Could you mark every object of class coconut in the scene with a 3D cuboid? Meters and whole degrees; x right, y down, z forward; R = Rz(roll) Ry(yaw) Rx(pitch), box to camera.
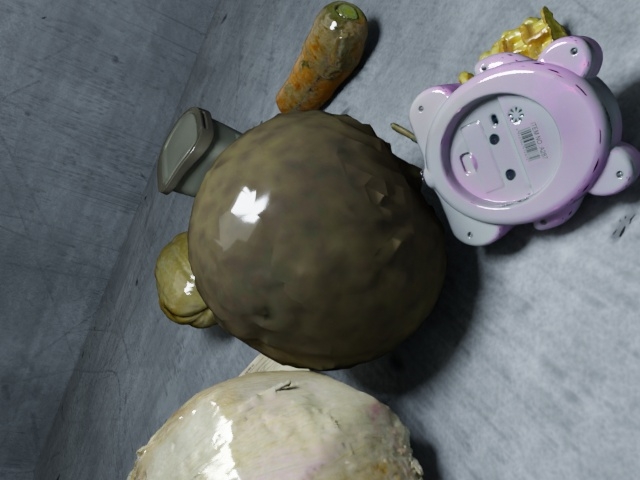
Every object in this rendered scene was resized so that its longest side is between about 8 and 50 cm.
[{"bbox_3d":[-0.088,0.366,0.772,0.404,0.404,0.405,-35,45,46],"label":"coconut"}]

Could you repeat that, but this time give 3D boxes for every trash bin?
[{"bbox_3d":[-0.285,-0.210,1.593,0.219,0.250,0.220,-51,35,30],"label":"trash bin"}]

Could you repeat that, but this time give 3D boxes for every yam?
[{"bbox_3d":[0.159,-0.200,1.084,0.014,0.014,0.107,-63,31,15],"label":"yam"}]

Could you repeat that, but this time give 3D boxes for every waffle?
[{"bbox_3d":[0.271,-0.202,0.855,0.219,0.057,0.229,-38,45,45],"label":"waffle"}]

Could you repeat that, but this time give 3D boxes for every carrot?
[{"bbox_3d":[0.006,-0.407,1.344,0.302,0.138,0.139,-44,39,51],"label":"carrot"}]

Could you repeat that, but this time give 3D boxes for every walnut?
[{"bbox_3d":[-0.296,0.097,1.475,0.282,0.227,0.283,-20,31,13],"label":"walnut"}]

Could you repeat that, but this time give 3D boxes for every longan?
[{"bbox_3d":[0.000,0.000,0.871,0.391,0.391,0.391,-35,45,46],"label":"longan"}]

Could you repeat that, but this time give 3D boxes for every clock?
[{"bbox_3d":[0.246,-0.121,0.730,0.247,0.090,0.228,-19,94,45],"label":"clock"}]

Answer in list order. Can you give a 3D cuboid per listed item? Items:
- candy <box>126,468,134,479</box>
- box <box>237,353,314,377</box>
[{"bbox_3d":[-0.313,0.611,1.257,0.320,0.179,0.135,19,92,61],"label":"candy"},{"bbox_3d":[-0.098,0.308,1.073,0.212,0.095,0.168,-46,31,-8],"label":"box"}]
